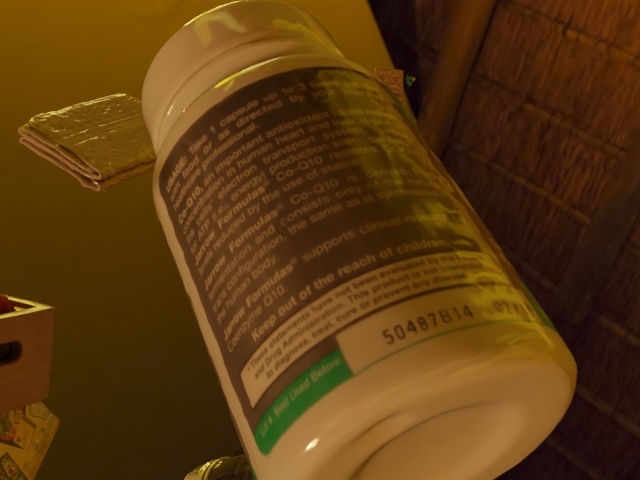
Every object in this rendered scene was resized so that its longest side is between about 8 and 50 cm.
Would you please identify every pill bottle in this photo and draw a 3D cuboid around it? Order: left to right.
[{"bbox_3d":[0.000,0.000,0.602,0.204,0.204,0.361,-30,-126,4],"label":"pill bottle"}]

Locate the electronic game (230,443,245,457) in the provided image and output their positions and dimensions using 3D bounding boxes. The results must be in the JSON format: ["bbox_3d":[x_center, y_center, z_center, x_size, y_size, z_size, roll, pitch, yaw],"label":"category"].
[{"bbox_3d":[-0.042,0.342,1.119,0.048,0.229,0.229,8,-116,52],"label":"electronic game"}]

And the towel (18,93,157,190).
[{"bbox_3d":[-0.354,-0.172,1.450,0.187,0.282,0.049,32,-58,16],"label":"towel"}]

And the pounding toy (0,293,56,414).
[{"bbox_3d":[-0.267,0.068,0.590,0.130,0.141,0.100,10,-82,24],"label":"pounding toy"}]

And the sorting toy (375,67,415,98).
[{"bbox_3d":[0.146,-0.305,1.661,0.083,0.012,0.062,4,-103,-11],"label":"sorting toy"}]

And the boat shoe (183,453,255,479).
[{"bbox_3d":[-0.018,0.315,0.678,0.102,0.108,0.301,-23,-100,33],"label":"boat shoe"}]

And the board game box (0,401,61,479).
[{"bbox_3d":[-0.367,0.211,0.869,0.042,0.165,0.243,-33,-161,13],"label":"board game box"}]
